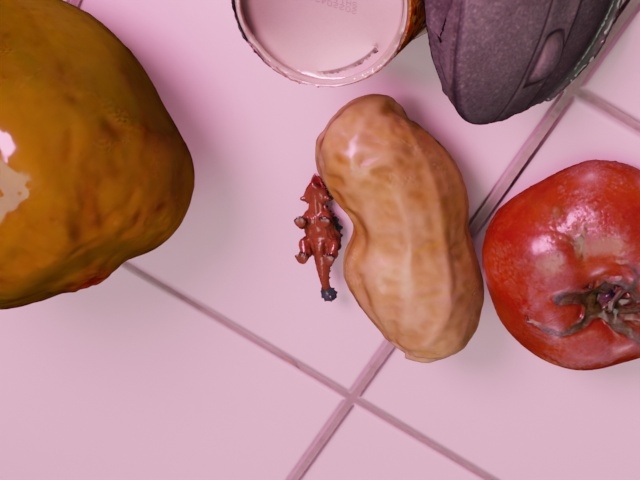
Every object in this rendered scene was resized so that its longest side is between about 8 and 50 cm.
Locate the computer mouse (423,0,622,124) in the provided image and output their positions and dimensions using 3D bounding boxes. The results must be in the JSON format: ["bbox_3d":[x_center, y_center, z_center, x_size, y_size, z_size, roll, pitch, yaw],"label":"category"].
[{"bbox_3d":[0.179,-0.270,1.029,0.114,0.203,0.373,23,129,47],"label":"computer mouse"}]

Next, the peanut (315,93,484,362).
[{"bbox_3d":[0.086,-0.011,1.259,0.147,0.147,0.305,-3,117,21],"label":"peanut"}]

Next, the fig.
[{"bbox_3d":[-0.309,-0.104,1.245,0.343,0.343,0.343,9,123,14],"label":"fig"}]

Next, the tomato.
[{"bbox_3d":[0.280,0.039,1.233,0.237,0.095,0.236,4,122,6],"label":"tomato"}]

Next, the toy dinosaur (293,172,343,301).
[{"bbox_3d":[0.000,0.000,1.346,0.049,0.055,0.154,1,113,16],"label":"toy dinosaur"}]

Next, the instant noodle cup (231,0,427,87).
[{"bbox_3d":[0.021,-0.245,1.112,0.213,0.174,0.213,9,123,14],"label":"instant noodle cup"}]
